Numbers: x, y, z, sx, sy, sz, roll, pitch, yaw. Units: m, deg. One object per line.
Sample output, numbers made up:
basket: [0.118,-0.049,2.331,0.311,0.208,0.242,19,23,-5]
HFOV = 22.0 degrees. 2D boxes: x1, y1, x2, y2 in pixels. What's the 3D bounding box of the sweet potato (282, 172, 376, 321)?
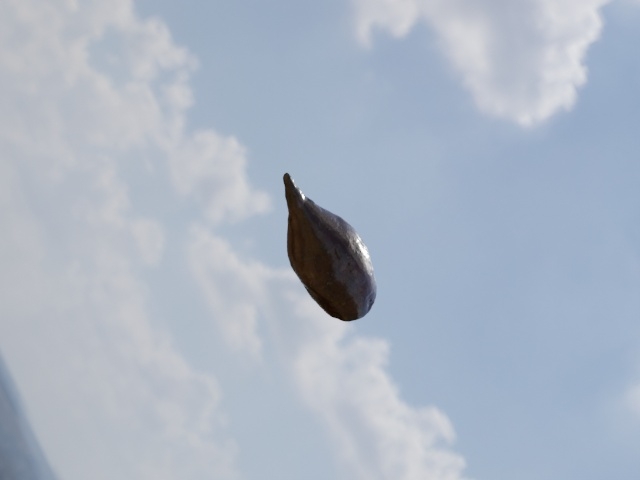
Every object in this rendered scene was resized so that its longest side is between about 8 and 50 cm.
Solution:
sweet potato: [0.000,0.000,1.027,0.049,0.049,0.117,50,-9,49]
